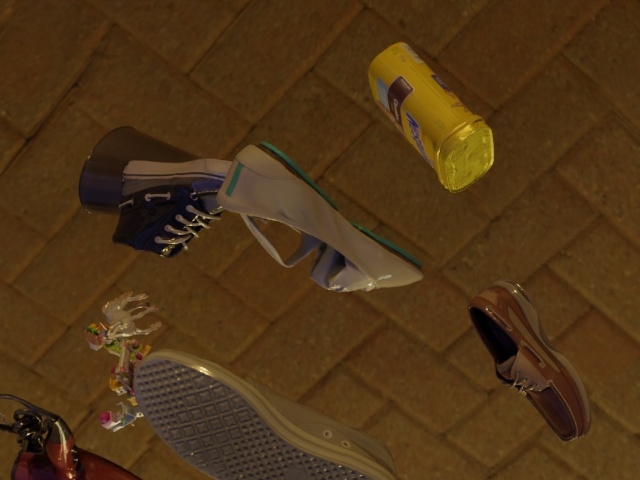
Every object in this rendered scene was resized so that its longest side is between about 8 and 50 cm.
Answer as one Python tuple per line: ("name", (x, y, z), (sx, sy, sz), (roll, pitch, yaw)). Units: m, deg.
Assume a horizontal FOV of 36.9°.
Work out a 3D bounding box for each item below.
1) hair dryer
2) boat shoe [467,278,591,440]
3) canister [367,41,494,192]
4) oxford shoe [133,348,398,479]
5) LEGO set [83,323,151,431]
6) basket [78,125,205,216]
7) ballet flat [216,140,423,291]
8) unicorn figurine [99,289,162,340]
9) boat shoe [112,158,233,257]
("hair dryer", (-0.314, 0.273, 1.149), (0.293, 0.080, 0.223), (36, 152, -32))
("boat shoe", (0.375, 0.231, 1.772), (0.324, 0.116, 0.123), (59, 148, 15))
("canister", (0.138, -0.157, 1.214), (0.073, 0.170, 0.126), (-36, 155, -4))
("oxford shoe", (-0.079, 0.297, 1.477), (0.449, 0.130, 0.169), (27, 114, -3))
("LEGO set", (-0.411, 0.233, 1.921), (0.132, 0.287, 0.107), (-30, 136, 2))
("basket", (-0.322, -0.114, 1.870), (0.227, 0.204, 0.154), (16, 145, 28))
("ballet flat", (0.000, 0.000, 0.905), (0.086, 0.086, 0.248), (-36, 129, 23))
("unicorn figurine", (-0.332, 0.134, 1.634), (0.111, 0.162, 0.060), (-18, 103, -22))
("boat shoe", (-0.210, -0.045, 1.599), (0.340, 0.158, 0.127), (3, 168, 42))
